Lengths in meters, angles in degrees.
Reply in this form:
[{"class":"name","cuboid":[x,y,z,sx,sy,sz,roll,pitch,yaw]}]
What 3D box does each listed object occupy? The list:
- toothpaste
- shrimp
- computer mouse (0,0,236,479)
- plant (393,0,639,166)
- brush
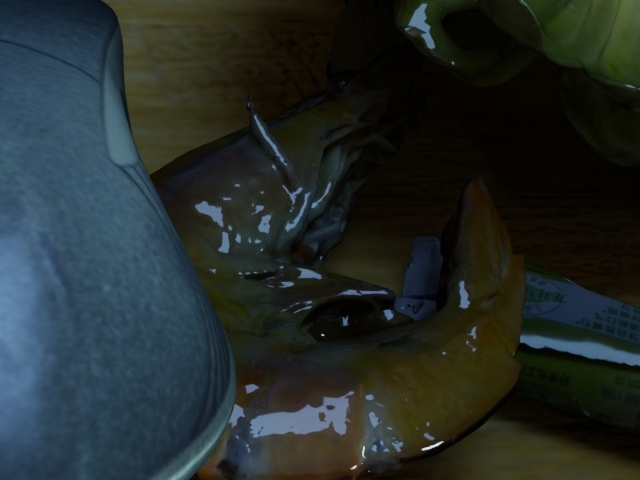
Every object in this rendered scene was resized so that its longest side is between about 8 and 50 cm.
[{"class":"toothpaste","cuboid":[0.143,0.053,0.638,0.248,0.047,0.078,17,32,3]},{"class":"shrimp","cuboid":[0.000,0.000,0.616,0.150,0.068,0.249,14,37,8]},{"class":"computer mouse","cuboid":[-0.134,-0.034,0.563,0.167,0.090,0.379,-16,36,-9]},{"class":"plant","cuboid":[0.101,-0.156,0.723,0.261,0.297,0.306,5,39,1]},{"class":"brush","cuboid":[0.022,-0.141,0.868,0.039,0.042,0.299,11,31,-8]}]
